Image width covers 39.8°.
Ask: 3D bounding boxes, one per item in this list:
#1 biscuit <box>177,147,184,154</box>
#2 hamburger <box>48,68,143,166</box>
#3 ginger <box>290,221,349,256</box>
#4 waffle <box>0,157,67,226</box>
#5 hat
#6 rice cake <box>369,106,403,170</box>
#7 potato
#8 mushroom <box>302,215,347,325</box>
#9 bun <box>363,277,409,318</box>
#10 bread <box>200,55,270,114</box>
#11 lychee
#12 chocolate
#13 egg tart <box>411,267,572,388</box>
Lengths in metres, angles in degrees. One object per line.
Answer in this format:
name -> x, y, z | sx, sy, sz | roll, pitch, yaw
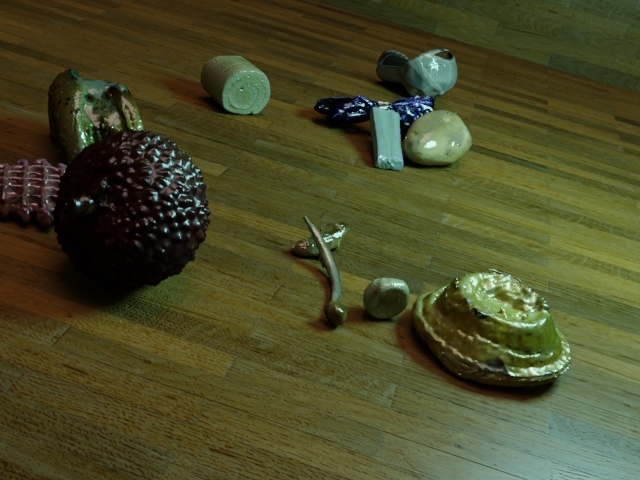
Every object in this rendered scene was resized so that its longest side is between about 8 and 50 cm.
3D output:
biscuit -> -0.356, -0.185, 1.958 | 0.118, 0.023, 0.140 | 6, 28, -17
hamburger -> -0.477, -0.252, 1.863 | 0.168, 0.192, 0.288 | -10, 33, -23
ginger -> 0.004, 0.003, 1.752 | 0.137, 0.057, 0.044 | -28, 3, -43
waffle -> -0.520, -0.093, 1.659 | 0.234, 0.055, 0.221 | 27, 29, 22
hat -> 0.307, -0.532, 2.848 | 0.275, 0.161, 0.232 | 6, 3, 41
rice cake -> 0.173, -0.265, 2.298 | 0.080, 0.042, 0.221 | 13, 44, -14
potato -> 0.308, -0.274, 2.342 | 0.235, 0.128, 0.161 | -8, 45, -33
mushroom -> 0.012, 0.057, 1.631 | 0.043, 0.068, 0.306 | -15, 35, 1
bun -> 0.113, 0.098, 1.574 | 0.086, 0.086, 0.055 | 1, 35, -26
bread -> -0.226, -0.418, 2.357 | 0.148, 0.134, 0.141 | 9, 24, -41
lychee -> -0.309, -0.050, 1.449 | 0.264, 0.264, 0.300 | 25, 10, 21
chocolate -> 0.150, -0.353, 2.431 | 0.343, 0.126, 0.148 | 5, 41, -16
egg tart -> 0.306, 0.144, 1.550 | 0.290, 0.115, 0.290 | 10, 28, -6
